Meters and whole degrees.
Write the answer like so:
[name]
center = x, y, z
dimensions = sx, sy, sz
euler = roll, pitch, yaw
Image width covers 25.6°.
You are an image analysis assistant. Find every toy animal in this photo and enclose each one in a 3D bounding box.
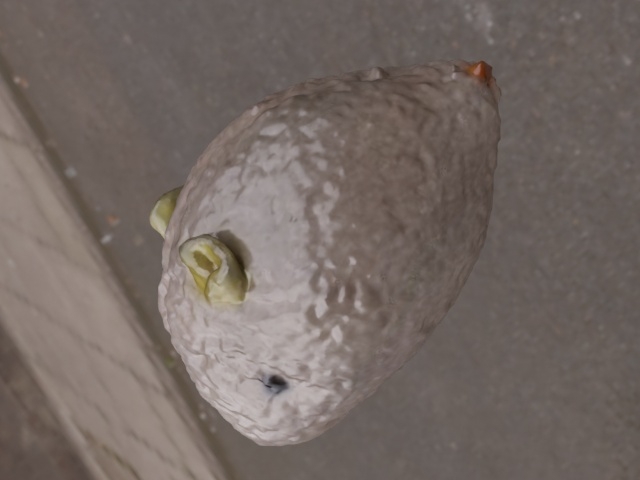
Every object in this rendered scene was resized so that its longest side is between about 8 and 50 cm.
[toy animal]
center = 0.004, -0.006, 1.102
dimensions = 0.226, 0.358, 0.188
euler = 33, -173, -17
